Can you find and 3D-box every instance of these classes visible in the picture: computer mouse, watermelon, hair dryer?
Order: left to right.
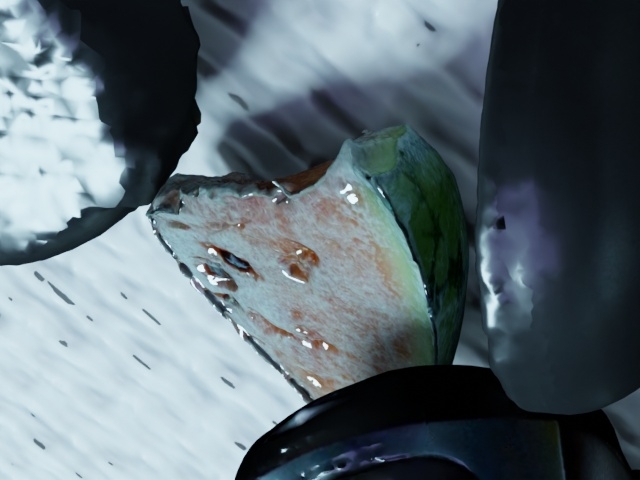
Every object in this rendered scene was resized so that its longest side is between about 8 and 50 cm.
[{"bbox_3d":[-0.190,-0.103,0.685,0.323,0.116,0.183,22,137,2],"label":"computer mouse"},{"bbox_3d":[0.000,0.000,0.707,0.139,0.071,0.187,27,147,17],"label":"watermelon"},{"bbox_3d":[0.067,0.128,0.703,0.137,0.096,0.233,-21,143,30],"label":"computer mouse"},{"bbox_3d":[0.192,-0.099,0.496,0.320,0.156,0.284,-5,107,20],"label":"hair dryer"}]
